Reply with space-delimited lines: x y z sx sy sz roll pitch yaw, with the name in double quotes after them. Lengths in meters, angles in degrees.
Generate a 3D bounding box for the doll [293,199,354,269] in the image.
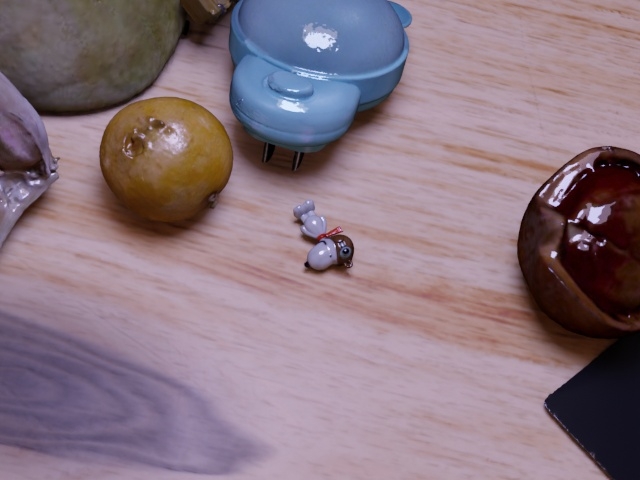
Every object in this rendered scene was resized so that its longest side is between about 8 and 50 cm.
0.005 -0.004 1.172 0.058 0.040 0.085 -11 63 -2 "doll"

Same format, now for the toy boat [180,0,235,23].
-0.112 -0.311 1.264 0.057 0.077 0.200 50 27 -16 "toy boat"

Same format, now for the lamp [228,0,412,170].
-0.009 -0.213 1.220 0.209 0.147 0.284 16 60 7 "lamp"

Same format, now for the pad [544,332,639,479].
0.382 0.163 1.151 0.265 0.009 0.159 -33 70 -25 "pad"

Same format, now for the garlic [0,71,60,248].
-0.396 -0.074 1.045 0.237 0.292 0.210 -30 55 21 "garlic"

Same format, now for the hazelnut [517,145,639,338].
0.299 0.009 1.137 0.170 0.161 0.202 3 55 -8 "hazelnut"

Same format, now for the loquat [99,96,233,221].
-0.164 -0.088 1.137 0.141 0.141 0.141 3 61 -6 "loquat"

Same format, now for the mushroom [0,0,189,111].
-0.262 -0.307 1.218 0.217 0.212 0.292 10 52 0 "mushroom"
